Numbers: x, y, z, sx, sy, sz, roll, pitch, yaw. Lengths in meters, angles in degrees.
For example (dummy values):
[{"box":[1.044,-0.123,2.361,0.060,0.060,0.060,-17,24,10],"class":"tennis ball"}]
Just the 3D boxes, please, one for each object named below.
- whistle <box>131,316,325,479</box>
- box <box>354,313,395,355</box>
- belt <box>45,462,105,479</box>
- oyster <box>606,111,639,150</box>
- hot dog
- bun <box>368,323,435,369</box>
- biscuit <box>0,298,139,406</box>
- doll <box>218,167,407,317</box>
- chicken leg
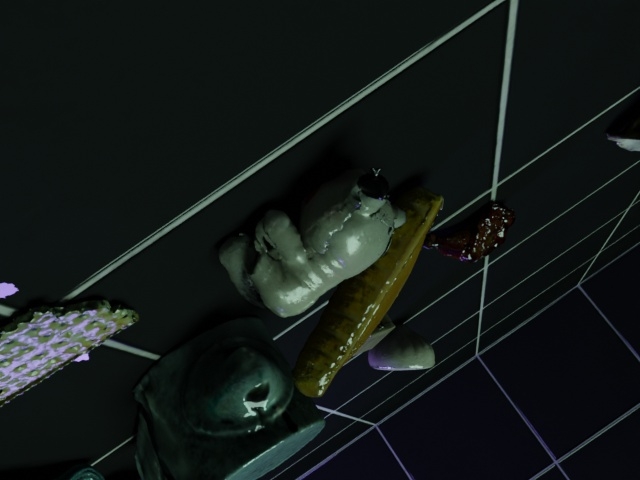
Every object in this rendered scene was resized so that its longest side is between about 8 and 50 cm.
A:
[{"box":[-0.160,0.262,0.969,0.405,0.168,0.188,-45,159,26],"class":"whistle"},{"box":[0.087,0.176,1.368,0.079,0.035,0.083,-11,149,-49],"class":"box"},{"box":[-0.376,0.339,0.933,0.072,0.087,0.302,-25,162,10],"class":"belt"},{"box":[0.596,-0.244,1.108,0.238,0.114,0.351,-20,153,-14],"class":"oyster"},{"box":[0.053,0.059,0.885,0.288,0.068,0.083,-56,163,2],"class":"hot dog"},{"box":[0.167,0.219,1.523,0.138,0.094,0.138,1,176,0],"class":"bun"},{"box":[-0.270,0.107,0.651,0.203,0.016,0.144,-32,161,-5],"class":"biscuit"},{"box":[0.000,0.000,0.728,0.192,0.095,0.149,-36,159,12],"class":"doll"},{"box":[0.235,-0.009,1.159,0.205,0.053,0.093,-31,138,-32],"class":"chicken leg"}]
